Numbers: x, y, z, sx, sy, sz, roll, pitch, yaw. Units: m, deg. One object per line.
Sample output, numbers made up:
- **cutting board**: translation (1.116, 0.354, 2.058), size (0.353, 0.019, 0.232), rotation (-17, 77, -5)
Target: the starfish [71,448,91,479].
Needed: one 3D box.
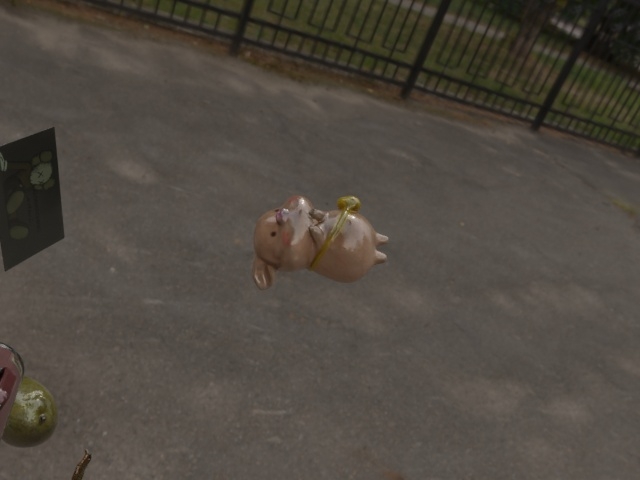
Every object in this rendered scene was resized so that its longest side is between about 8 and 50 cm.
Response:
- **starfish**: translation (-0.465, 0.475, 1.345), size (0.041, 0.133, 0.130), rotation (-2, 18, -22)

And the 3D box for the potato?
- **potato**: translation (-0.725, 0.417, 1.683), size (0.251, 0.159, 0.174), rotation (2, -32, 44)

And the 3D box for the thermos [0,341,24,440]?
- **thermos**: translation (-0.518, 0.264, 1.048), size (0.136, 0.110, 0.330), rotation (-15, 19, -10)

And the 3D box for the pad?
- **pad**: translation (-0.427, -0.062, 1.015), size (0.004, 0.190, 0.127), rotation (16, 30, 17)

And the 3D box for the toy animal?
- **toy animal**: translation (0.000, -0.001, 1.270), size (0.247, 0.149, 0.165), rotation (6, 43, 5)
